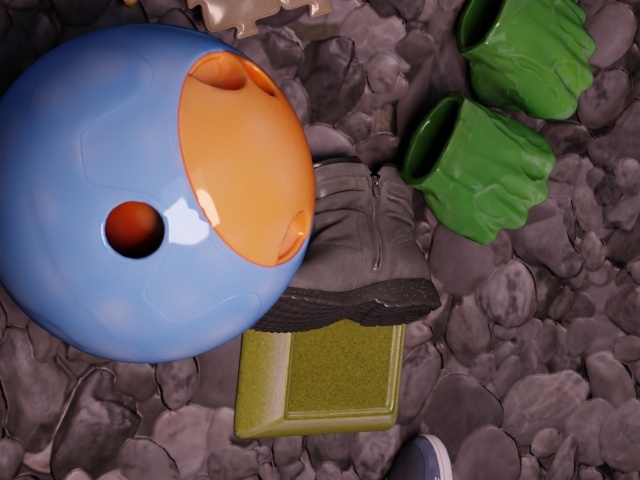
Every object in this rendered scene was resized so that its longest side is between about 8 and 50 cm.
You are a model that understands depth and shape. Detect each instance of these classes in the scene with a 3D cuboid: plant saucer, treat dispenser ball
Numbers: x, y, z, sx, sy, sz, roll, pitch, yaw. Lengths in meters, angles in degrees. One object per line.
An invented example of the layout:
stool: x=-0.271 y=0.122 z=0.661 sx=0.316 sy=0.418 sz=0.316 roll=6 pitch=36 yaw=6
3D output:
plant saucer: x=0.014 y=0.107 z=1.818 sx=0.188 sy=0.045 sz=0.188 roll=0 pitch=100 yaw=-30
treat dispenser ball: x=-0.146 y=-0.040 z=1.550 sx=0.288 sy=0.288 sz=0.288 roll=-7 pitch=103 yaw=-29

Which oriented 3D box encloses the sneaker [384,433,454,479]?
sneaker: x=0.039 y=0.296 z=1.848 sx=0.163 sy=0.086 sz=0.226 roll=14 pitch=94 yaw=-35

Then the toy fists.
toy fists: x=0.183 y=-0.132 z=1.829 sx=0.142 sy=0.096 sz=0.279 roll=31 pitch=71 yaw=-27

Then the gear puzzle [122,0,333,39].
gear puzzle: x=-0.065 y=-0.283 z=1.699 sx=0.339 sy=0.044 sz=0.175 roll=-20 pitch=111 yaw=-23

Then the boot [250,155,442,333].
boot: x=0.000 y=0.000 z=1.750 sx=0.246 sy=0.083 sz=0.161 roll=1 pitch=67 yaw=-38
